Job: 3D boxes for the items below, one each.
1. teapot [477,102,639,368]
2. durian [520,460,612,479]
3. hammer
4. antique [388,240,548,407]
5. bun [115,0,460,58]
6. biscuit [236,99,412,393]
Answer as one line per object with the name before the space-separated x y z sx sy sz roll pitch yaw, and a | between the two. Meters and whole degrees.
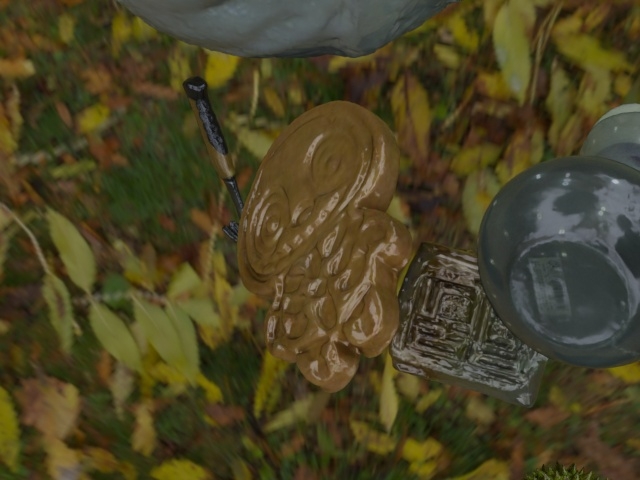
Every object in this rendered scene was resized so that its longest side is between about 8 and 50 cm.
teapot | 0.240 -0.015 1.578 0.183 0.251 0.183 11 121 18
durian | 0.223 0.300 1.720 0.159 0.146 0.198 47 127 42
hammer | -0.096 -0.072 1.893 0.021 0.078 0.201 -33 116 -27
antique | 0.158 0.078 1.876 0.150 0.284 0.125 17 92 7
bun | -0.011 -0.263 1.113 0.362 0.211 0.362 -1 115 -2
biscuit | -0.001 0.000 1.657 0.044 0.202 0.288 26 39 -33
